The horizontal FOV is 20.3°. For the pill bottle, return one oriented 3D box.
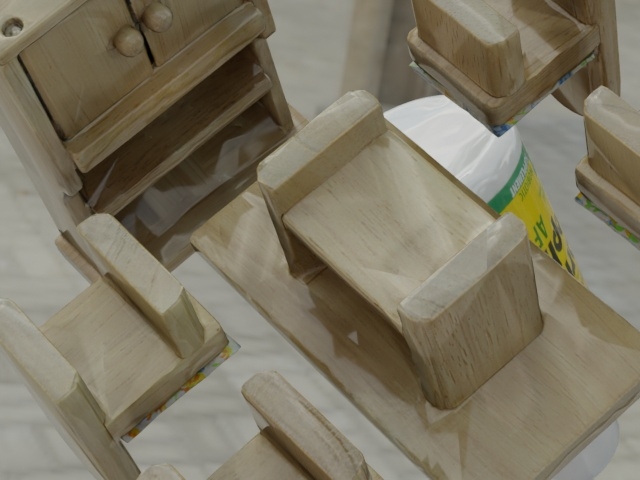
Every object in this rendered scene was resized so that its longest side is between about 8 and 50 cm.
[{"bbox_3d":[0.083,0.037,0.942,0.117,0.208,0.118,-21,30,13],"label":"pill bottle"}]

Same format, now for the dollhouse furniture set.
[{"bbox_3d":[0.000,0.000,0.592,0.212,0.161,0.242,-40,59,-13],"label":"dollhouse furniture set"}]
